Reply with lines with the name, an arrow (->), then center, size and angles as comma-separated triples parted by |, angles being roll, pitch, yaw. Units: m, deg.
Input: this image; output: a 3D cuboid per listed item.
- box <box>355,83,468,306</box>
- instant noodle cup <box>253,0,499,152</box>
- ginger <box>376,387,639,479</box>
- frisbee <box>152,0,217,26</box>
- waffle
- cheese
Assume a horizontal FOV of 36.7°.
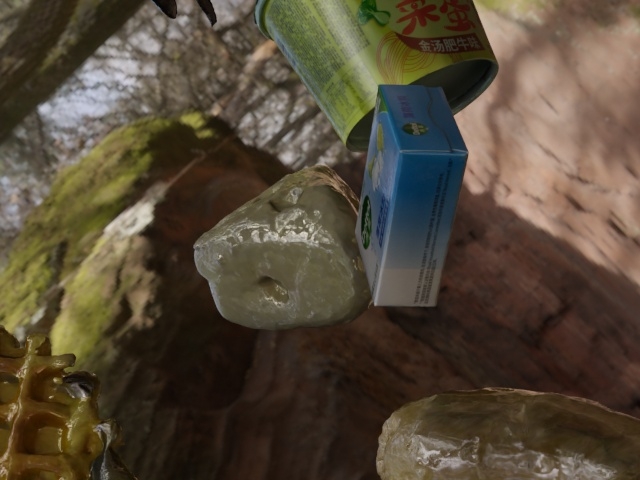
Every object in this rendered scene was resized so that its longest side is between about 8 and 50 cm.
box -> 0.091, -0.047, 1.010 | 0.139, 0.073, 0.194 | -101, 15, -53
instant noodle cup -> 0.093, -0.273, 1.320 | 0.221, 0.311, 0.311 | 64, -172, 12
ginger -> 0.098, 0.102, 0.335 | 0.214, 0.133, 0.059 | 5, 130, 35
frisbee -> -0.090, -0.170, 0.486 | 0.211, 0.012, 0.187 | 66, -173, 17
waffle -> -0.297, 0.195, 0.736 | 0.329, 0.329, 0.062 | 50, 160, 26
cheese -> 0.000, -0.002, 1.257 | 0.248, 0.251, 0.173 | 1, 122, 52
